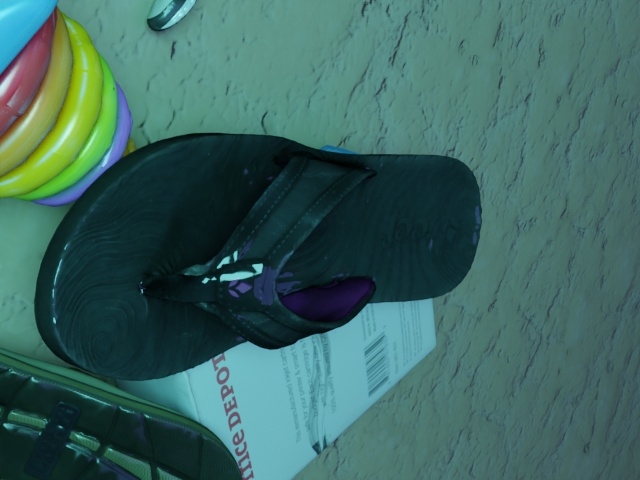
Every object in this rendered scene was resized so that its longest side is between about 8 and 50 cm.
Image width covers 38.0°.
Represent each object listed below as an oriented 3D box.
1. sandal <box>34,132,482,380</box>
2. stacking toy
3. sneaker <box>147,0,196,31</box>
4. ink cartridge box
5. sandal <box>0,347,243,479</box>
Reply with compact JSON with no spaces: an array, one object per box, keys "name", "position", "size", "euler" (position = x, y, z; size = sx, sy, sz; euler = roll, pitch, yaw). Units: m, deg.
[{"name":"sandal","position":[0.001,-0.003,0.708],"size":[0.446,0.107,0.167],"euler":[-12,105,-43]},{"name":"stacking toy","position":[-0.187,-0.083,0.618],"size":[0.175,0.166,0.302],"euler":[-50,153,2]},{"name":"sneaker","position":[-0.110,-0.213,0.724],"size":[0.044,0.040,0.109],"euler":[33,77,-36]},{"name":"ink cartridge box","position":[-0.037,0.082,0.877],"size":[0.307,0.129,0.223],"euler":[-36,133,-34]},{"name":"sandal","position":[-0.186,0.146,0.709],"size":[0.303,0.086,0.120],"euler":[34,94,-20]}]
